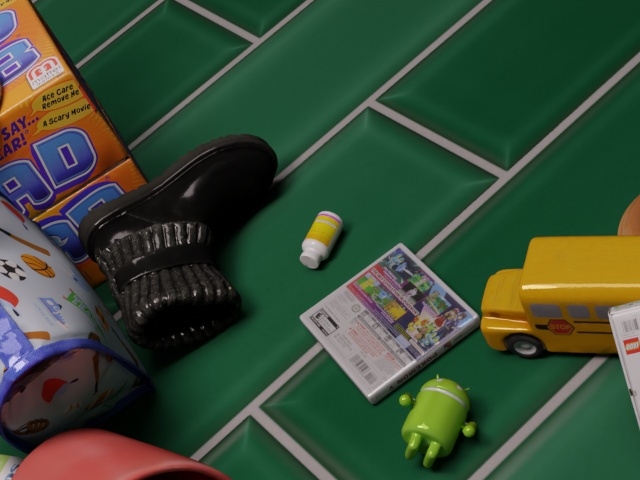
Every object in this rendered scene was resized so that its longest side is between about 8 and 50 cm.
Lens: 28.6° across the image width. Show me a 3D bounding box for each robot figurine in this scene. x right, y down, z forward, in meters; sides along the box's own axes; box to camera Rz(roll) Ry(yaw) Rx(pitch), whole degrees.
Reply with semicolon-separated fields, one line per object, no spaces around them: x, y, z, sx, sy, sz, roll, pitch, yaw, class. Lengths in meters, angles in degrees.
0.142;0.219;1.540;0.101;0.067;0.115;23;59;10;robot figurine

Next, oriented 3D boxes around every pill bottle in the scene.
0.000;0.000;1.849;0.043;0.043;0.083;6;52;33;pill bottle

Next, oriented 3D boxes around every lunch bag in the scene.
-0.428;0.099;1.658;0.239;0.385;0.328;-39;74;-8;lunch bag

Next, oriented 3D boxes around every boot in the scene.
-0.170;0.003;1.873;0.348;0.131;0.260;-32;46;-11;boot

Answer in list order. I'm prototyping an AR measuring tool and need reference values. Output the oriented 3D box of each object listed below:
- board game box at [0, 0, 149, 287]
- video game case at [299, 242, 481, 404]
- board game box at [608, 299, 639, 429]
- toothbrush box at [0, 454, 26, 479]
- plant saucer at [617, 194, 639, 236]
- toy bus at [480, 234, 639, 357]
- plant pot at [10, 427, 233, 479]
-0.506;-0.123;2.014;0.356;0.356;0.356;-33;42;-4;board game box
0.092;0.109;1.710;0.183;0.023;0.201;-36;41;-7;video game case
0.488;0.131;1.359;0.305;0.193;0.053;-15;2;15;board game box
-0.494;0.395;1.676;0.283;0.122;0.206;0;49;30;toothbrush box
0.481;-0.021;1.613;0.200;0.037;0.200;-15;44;16;plant saucer
0.357;0.067;1.524;0.333;0.130;0.108;-1;49;28;toy bus
-0.243;0.352;1.495;0.275;0.275;0.243;-46;34;-17;plant pot
